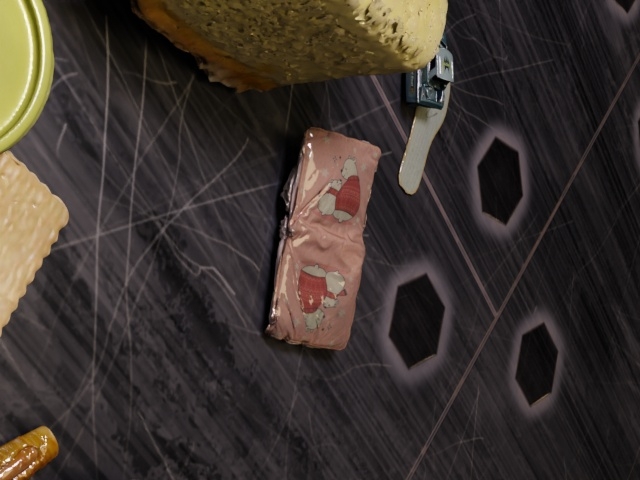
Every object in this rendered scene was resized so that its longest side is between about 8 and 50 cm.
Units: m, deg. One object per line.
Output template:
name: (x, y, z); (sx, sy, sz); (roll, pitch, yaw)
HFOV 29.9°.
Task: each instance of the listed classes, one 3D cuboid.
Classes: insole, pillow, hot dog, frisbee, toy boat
insole: (0.137, -0.146, 1.573); (0.064, 0.004, 0.188); (38, 63, -42)
pillow: (0.000, 0.000, 1.383); (0.135, 0.049, 0.248); (11, 87, -49)
hot dog: (-0.287, 0.210, 1.066); (0.137, 0.028, 0.044); (-34, 110, -42)
frisbee: (-0.323, -0.173, 0.990); (0.236, 0.017, 0.236); (11, 75, -44)
toy boat: (0.138, -0.240, 1.532); (0.055, 0.060, 0.141); (8, 82, -48)

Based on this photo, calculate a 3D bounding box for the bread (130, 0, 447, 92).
bread: (-0.031, -0.308, 1.184); (0.315, 0.248, 0.279); (46, 52, -56)

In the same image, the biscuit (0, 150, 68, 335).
biscuit: (-0.322, 0.027, 1.013); (0.160, 0.030, 0.250); (47, 57, -39)
